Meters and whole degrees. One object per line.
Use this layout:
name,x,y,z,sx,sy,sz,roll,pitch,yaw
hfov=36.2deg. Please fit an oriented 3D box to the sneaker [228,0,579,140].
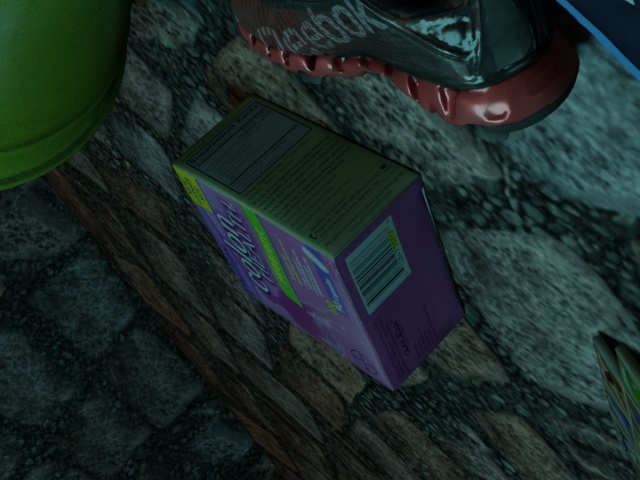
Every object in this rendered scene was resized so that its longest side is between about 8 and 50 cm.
sneaker,0.031,-0.160,0.616,0.276,0.097,0.135,26,154,42

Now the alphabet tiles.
alphabet tiles,0.302,0.243,0.755,0.343,0.011,0.285,-112,-4,-46

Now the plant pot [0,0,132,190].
plant pot,-0.299,-0.266,0.790,0.366,0.366,0.353,47,151,-4

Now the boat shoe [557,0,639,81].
boat shoe,0.120,-0.171,0.433,0.258,0.109,0.089,32,157,-11

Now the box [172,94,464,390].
box,0.000,0.000,0.990,0.243,0.117,0.214,31,157,39
